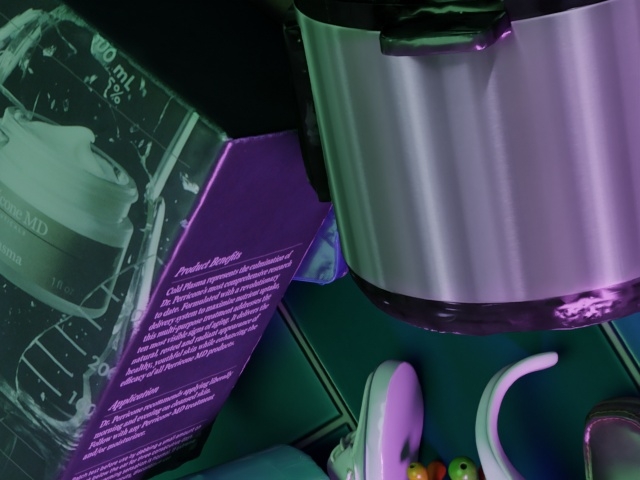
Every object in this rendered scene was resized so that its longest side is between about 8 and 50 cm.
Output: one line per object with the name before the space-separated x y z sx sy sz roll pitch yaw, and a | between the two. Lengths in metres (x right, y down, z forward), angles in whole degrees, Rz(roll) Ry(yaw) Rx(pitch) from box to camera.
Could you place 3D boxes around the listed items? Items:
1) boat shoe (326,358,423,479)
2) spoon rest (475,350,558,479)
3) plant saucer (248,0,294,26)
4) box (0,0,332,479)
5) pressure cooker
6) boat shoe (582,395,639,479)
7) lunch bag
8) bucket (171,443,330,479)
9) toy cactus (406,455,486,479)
boat shoe | 0.052 0.244 1.972 0.088 0.096 0.267 14 121 27
spoon rest | 0.203 0.250 1.822 0.137 0.084 0.276 138 128 -73
plant saucer | -0.110 -0.235 1.958 0.311 0.050 0.310 11 110 31
box | -0.272 -0.064 1.889 0.480 0.297 0.471 38 116 20
pressure cooker | 0.166 -0.174 1.580 0.370 0.376 0.420 35 141 60
boat shoe | 0.330 0.326 1.786 0.132 0.130 0.355 -16 95 35
lunch bag | 0.000 0.000 1.946 0.067 0.065 0.098 9 105 20
bucket | -0.076 0.361 1.980 0.281 0.183 0.281 41 142 43
toy cactus | 0.161 0.320 1.931 0.181 0.112 0.219 16 111 8
